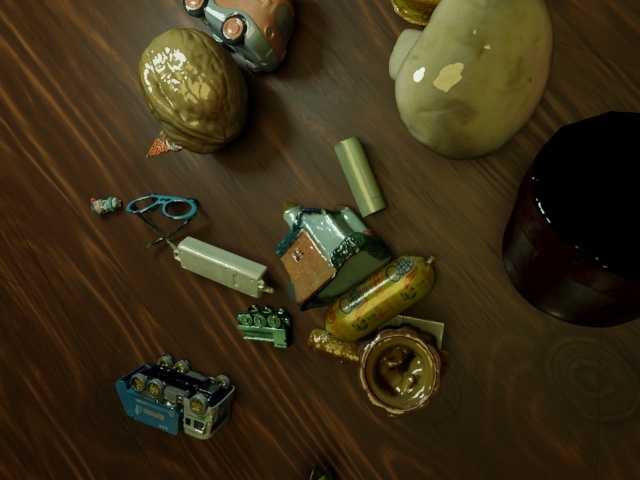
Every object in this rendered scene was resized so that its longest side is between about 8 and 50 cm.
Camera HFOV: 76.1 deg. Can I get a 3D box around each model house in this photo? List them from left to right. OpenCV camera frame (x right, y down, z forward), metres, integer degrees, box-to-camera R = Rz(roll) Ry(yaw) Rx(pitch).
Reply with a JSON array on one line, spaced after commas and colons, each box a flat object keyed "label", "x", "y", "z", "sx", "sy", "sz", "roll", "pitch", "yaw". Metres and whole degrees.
[{"label": "model house", "x": 0.000, "y": 0.000, "z": 1.082, "sx": 0.253, "sy": 0.184, "sz": 0.291, "roll": -45, "pitch": 67, "yaw": 23}]

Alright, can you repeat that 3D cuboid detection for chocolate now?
[{"label": "chocolate", "x": 0.553, "y": 0.003, "z": 0.796, "sx": 0.383, "sy": 0.331, "sz": 0.384, "roll": -6, "pitch": 55, "yaw": 8}]

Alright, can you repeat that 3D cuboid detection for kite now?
[{"label": "kite", "x": -0.457, "y": -0.336, "z": 1.271, "sx": 0.222, "sy": 0.008, "sz": 0.125, "roll": -4, "pitch": 93, "yaw": 19}]

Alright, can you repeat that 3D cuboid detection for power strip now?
[{"label": "power strip", "x": -0.280, "y": 0.082, "z": 1.204, "sx": 0.338, "sy": 0.058, "sz": 0.098, "roll": 20, "pitch": 133, "yaw": 16}]

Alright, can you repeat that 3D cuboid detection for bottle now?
[{"label": "bottle", "x": 0.105, "y": -0.164, "z": 1.067, "sx": 0.072, "sy": 0.072, "sz": 0.201, "roll": -22, "pitch": 88, "yaw": 19}]

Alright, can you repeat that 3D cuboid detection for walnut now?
[{"label": "walnut", "x": -0.330, "y": -0.393, "z": 1.096, "sx": 0.277, "sy": 0.252, "sz": 0.313, "roll": -34, "pitch": 84, "yaw": 16}]

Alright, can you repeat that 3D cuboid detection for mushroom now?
[{"label": "mushroom", "x": 0.295, "y": -0.355, "z": 0.855, "sx": 0.353, "sy": 0.325, "sz": 0.353, "roll": 14, "pitch": 124, "yaw": 21}]

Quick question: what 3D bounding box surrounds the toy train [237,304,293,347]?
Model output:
[{"label": "toy train", "x": -0.162, "y": 0.252, "z": 1.195, "sx": 0.170, "sy": 0.071, "sz": 0.111, "roll": 1, "pitch": 102, "yaw": 18}]

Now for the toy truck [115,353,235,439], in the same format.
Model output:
[{"label": "toy truck", "x": -0.451, "y": 0.482, "z": 1.272, "sx": 0.367, "sy": 0.146, "sz": 0.175, "roll": 10, "pitch": 105, "yaw": 20}]

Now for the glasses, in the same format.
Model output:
[{"label": "glasses", "x": -0.484, "y": -0.038, "z": 1.256, "sx": 0.239, "sy": 0.102, "sz": 0.207, "roll": 5, "pitch": 96, "yaw": 17}]

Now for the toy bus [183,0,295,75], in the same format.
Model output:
[{"label": "toy bus", "x": -0.191, "y": -0.602, "z": 1.078, "sx": 0.287, "sy": 0.194, "sz": 0.232, "roll": 38, "pitch": 93, "yaw": 12}]

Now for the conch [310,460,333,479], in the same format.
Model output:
[{"label": "conch", "x": -0.020, "y": 0.685, "z": 1.130, "sx": 0.137, "sy": 0.143, "sz": 0.251, "roll": -133, "pitch": 42, "yaw": -54}]

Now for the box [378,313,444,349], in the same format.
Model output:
[{"label": "box", "x": 0.237, "y": 0.244, "z": 1.083, "sx": 0.167, "sy": 0.024, "sz": 0.090, "roll": 8, "pitch": 96, "yaw": 18}]

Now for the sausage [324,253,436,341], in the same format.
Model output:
[{"label": "sausage", "x": 0.149, "y": 0.147, "z": 1.045, "sx": 0.347, "sy": 0.123, "sz": 0.123, "roll": -37, "pitch": 83, "yaw": 12}]

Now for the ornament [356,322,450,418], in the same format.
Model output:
[{"label": "ornament", "x": 0.180, "y": 0.299, "z": 0.952, "sx": 0.235, "sy": 0.217, "sz": 0.221, "roll": 15, "pitch": 81, "yaw": 15}]

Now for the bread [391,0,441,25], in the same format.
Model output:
[{"label": "bread", "x": 0.280, "y": -0.630, "z": 0.932, "sx": 0.268, "sy": 0.146, "sz": 0.268, "roll": 3, "pitch": 99, "yaw": 17}]

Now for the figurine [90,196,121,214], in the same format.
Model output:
[{"label": "figurine", "x": -0.712, "y": -0.120, "z": 1.354, "sx": 0.106, "sy": 0.047, "sz": 0.060, "roll": -11, "pitch": 100, "yaw": 17}]

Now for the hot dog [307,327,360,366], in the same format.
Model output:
[{"label": "hot dog", "x": 0.100, "y": 0.308, "z": 1.113, "sx": 0.289, "sy": 0.068, "sz": 0.083, "roll": 12, "pitch": 91, "yaw": 18}]
